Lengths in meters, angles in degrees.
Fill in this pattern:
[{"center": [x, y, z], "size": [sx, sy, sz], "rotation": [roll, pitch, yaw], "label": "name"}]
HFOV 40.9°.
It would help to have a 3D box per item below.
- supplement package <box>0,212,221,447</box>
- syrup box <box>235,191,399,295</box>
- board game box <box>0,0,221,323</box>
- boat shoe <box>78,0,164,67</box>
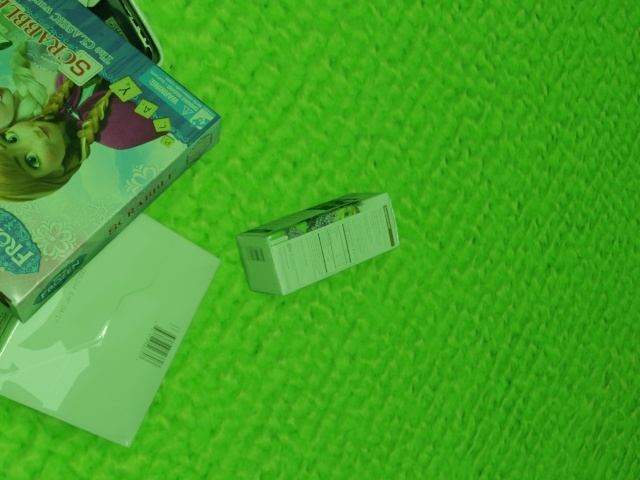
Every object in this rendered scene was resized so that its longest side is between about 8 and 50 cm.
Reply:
[{"center": [-0.289, 0.090, 1.077], "size": [0.204, 0.145, 0.262], "rotation": [34, 74, -33], "label": "supplement package"}, {"center": [0.000, 0.000, 1.319], "size": [0.237, 0.093, 0.096], "rotation": [-23, 106, -33], "label": "syrup box"}, {"center": [-0.335, -0.125, 0.974], "size": [0.318, 0.066, 0.318], "rotation": [39, 65, 7], "label": "board game box"}, {"center": [-0.287, -0.321, 1.089], "size": [0.258, 0.084, 0.095], "rotation": [49, 66, -28], "label": "boat shoe"}]
